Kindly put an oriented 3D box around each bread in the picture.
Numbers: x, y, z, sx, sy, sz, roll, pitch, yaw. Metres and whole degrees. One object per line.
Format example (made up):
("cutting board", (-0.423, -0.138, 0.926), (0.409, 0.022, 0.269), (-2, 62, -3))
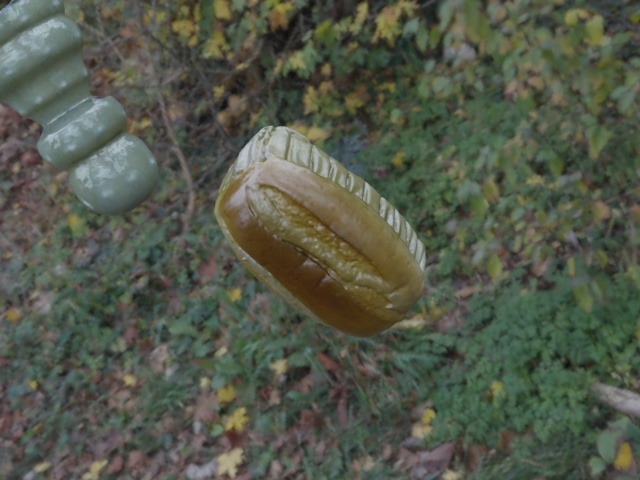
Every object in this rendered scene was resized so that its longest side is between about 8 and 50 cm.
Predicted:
("bread", (0.000, 0.000, 0.849), (0.140, 0.236, 0.106), (-41, 20, 29))

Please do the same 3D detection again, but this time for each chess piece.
("chess piece", (-0.272, -0.135, 0.904), (0.133, 0.243, 0.133), (-30, 16, 10))
